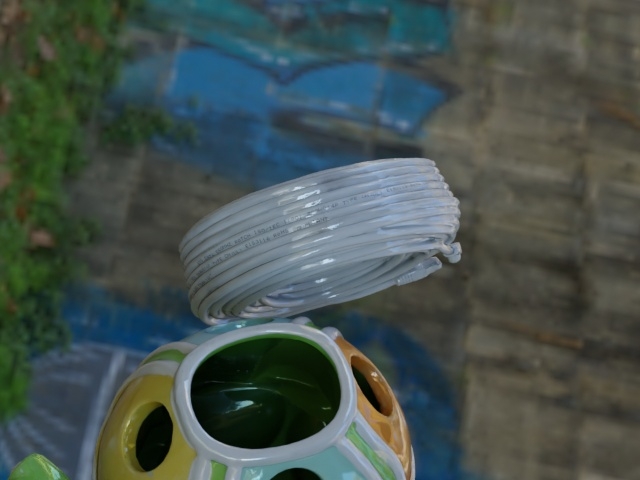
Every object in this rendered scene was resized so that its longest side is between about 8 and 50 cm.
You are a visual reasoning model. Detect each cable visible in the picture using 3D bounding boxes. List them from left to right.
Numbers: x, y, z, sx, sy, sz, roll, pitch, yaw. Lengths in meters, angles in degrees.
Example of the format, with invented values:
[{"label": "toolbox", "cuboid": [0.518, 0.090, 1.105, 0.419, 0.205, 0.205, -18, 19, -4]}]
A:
[{"label": "cable", "cuboid": [0.000, 0.000, 1.555, 0.257, 0.257, 0.089, 84, -11, -79]}]

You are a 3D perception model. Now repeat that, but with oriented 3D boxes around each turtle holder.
[{"label": "turtle holder", "cuboid": [-0.083, 0.169, 1.375, 0.227, 0.320, 0.243, 99, 0, -56]}]
